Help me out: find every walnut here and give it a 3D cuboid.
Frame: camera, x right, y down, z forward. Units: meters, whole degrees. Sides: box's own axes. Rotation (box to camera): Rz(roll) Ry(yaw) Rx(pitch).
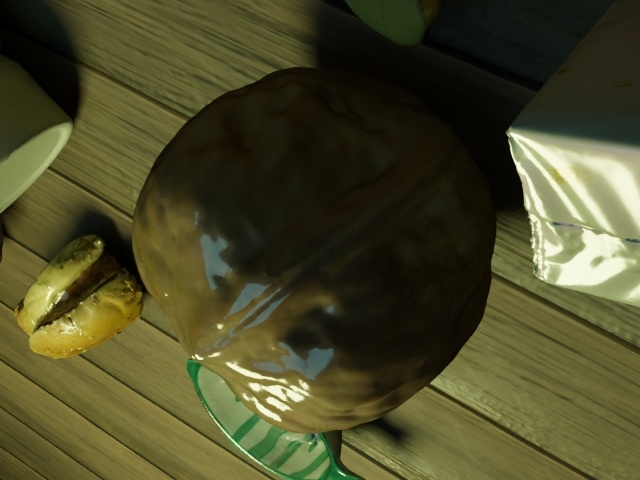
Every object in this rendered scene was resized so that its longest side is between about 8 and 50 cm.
[{"bbox_3d":[0.001,0.003,0.735,0.227,0.273,0.273,3,129,42],"label":"walnut"}]

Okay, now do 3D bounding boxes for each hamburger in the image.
[{"bbox_3d":[-0.306,0.087,1.251,0.124,0.131,0.262,46,150,-4],"label":"hamburger"}]

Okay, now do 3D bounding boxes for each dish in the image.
[{"bbox_3d":[-0.034,0.190,1.130,0.246,0.078,0.224,36,145,11],"label":"dish"}]

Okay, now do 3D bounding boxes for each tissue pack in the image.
[{"bbox_3d":[0.243,-0.049,0.511,0.225,0.185,0.124,15,139,36],"label":"tissue pack"}]

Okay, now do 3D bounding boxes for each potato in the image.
[{"bbox_3d":[0.050,-0.188,0.663,0.096,0.066,0.103,21,147,52],"label":"potato"}]

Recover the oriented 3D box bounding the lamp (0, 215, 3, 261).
[{"bbox_3d":[-0.511,-0.064,1.259,0.247,0.247,0.301,-26,97,13],"label":"lamp"}]

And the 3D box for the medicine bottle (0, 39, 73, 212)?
[{"bbox_3d":[-0.453,-0.188,1.034,0.371,0.211,0.211,46,145,-2],"label":"medicine bottle"}]
